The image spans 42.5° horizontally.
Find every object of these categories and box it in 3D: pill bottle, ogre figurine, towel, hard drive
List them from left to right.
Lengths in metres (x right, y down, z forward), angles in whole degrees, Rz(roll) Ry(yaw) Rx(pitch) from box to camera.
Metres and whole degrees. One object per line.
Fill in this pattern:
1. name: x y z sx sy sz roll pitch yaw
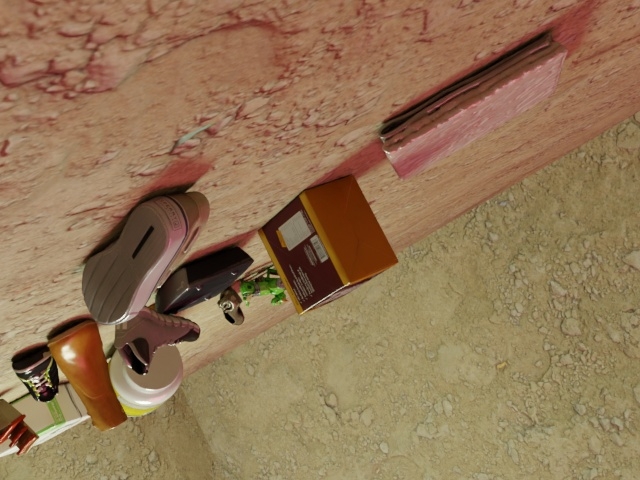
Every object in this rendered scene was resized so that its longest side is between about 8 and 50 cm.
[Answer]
1. pill bottle: -0.469 0.352 2.177 0.188 0.187 0.334 -23 171 -27
2. hard drive: -0.251 0.090 1.707 0.172 0.054 0.255 -23 172 -30
3. ogre figurine: -0.147 0.124 2.161 0.118 0.096 0.197 -9 155 -2
4. towel: 0.260 -0.222 1.433 0.332 0.053 0.317 -29 171 8

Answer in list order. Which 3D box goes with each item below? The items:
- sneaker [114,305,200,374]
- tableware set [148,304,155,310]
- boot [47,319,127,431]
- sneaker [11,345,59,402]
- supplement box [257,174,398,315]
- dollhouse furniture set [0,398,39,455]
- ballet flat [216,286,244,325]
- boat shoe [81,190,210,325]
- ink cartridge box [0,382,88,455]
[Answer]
1. sneaker: -0.339 0.214 1.676 0.086 0.132 0.229 -12 155 34
2. tableware set: -0.337 0.144 1.896 0.104 0.024 0.154 -28 174 27
3. boot: -0.462 0.284 1.686 0.104 0.211 0.295 -26 172 -17
4. sneaker: -0.578 0.287 1.726 0.084 0.097 0.234 -26 172 -15
5. supplement box: 0.010 0.012 1.587 0.129 0.191 0.194 -21 170 -38
6. dollhouse furniture set: -0.791 0.482 1.904 0.262 0.135 0.259 -48 174 24
7. ballet flat: -0.247 0.185 2.216 0.058 0.084 0.250 -42 171 -16
8. boat shoe: -0.249 0.032 1.178 0.094 0.109 0.302 -22 168 -44
9. ink cartridge box: -0.781 0.493 2.298 0.198 0.114 0.273 -28 172 5
